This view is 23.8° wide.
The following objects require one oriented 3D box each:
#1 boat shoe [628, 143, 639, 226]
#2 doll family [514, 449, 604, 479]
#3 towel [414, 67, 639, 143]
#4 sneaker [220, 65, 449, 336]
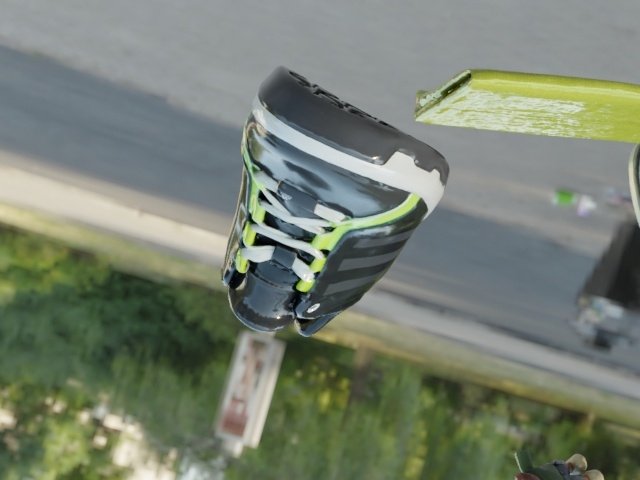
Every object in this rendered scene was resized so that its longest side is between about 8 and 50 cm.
[{"bbox_3d":[0.450,0.013,1.723,0.113,0.302,0.103,-23,179,-24],"label":"boat shoe"},{"bbox_3d":[0.207,0.253,1.195,0.111,0.076,0.193,-3,-138,-50],"label":"doll family"},{"bbox_3d":[0.174,-0.069,0.787,0.237,0.021,0.102,4,172,-13],"label":"towel"},{"bbox_3d":[0.000,0.000,0.679,0.084,0.097,0.235,29,172,10],"label":"sneaker"}]
